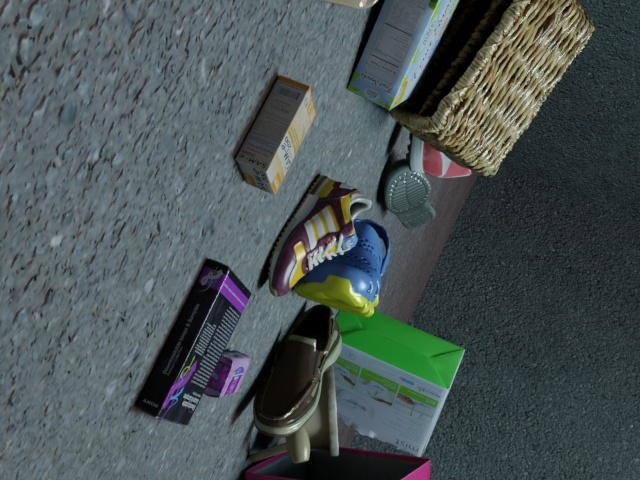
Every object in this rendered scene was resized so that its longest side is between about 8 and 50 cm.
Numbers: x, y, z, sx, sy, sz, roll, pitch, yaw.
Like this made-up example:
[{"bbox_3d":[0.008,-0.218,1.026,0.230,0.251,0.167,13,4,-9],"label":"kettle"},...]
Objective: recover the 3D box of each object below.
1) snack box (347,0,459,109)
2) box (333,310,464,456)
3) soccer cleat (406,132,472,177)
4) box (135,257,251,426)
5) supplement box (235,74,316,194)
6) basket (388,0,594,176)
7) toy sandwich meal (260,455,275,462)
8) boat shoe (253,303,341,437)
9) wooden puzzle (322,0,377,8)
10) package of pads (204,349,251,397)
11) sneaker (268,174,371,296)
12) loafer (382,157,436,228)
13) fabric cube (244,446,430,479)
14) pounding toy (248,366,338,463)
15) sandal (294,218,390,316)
[{"bbox_3d":[0.124,-0.287,1.177,0.207,0.070,0.174,-67,170,23],"label":"snack box"},{"bbox_3d":[0.128,0.283,1.826,0.127,0.262,0.231,-56,163,-46],"label":"box"},{"bbox_3d":[0.236,-0.267,1.574,0.108,0.116,0.318,-4,106,-74],"label":"soccer cleat"},{"bbox_3d":[-0.127,0.108,0.923,0.116,0.029,0.162,69,44,-72],"label":"box"},{"bbox_3d":[-0.042,-0.102,0.884,0.062,0.036,0.098,73,42,-72],"label":"supplement box"},{"bbox_3d":[0.221,-0.286,1.341,0.299,0.213,0.223,-56,145,6],"label":"basket"},{"bbox_3d":[-0.099,0.428,1.647,0.085,0.029,0.085,23,90,-78],"label":"toy sandwich meal"},{"bbox_3d":[-0.037,0.184,1.358,0.257,0.095,0.095,-60,154,-57],"label":"boat shoe"},{"bbox_3d":[0.033,-0.325,0.810,0.238,0.044,0.221,-24,136,-67],"label":"wooden puzzle"},{"bbox_3d":[-0.113,0.158,1.070,0.083,0.032,0.050,22,90,-78],"label":"package of pads"},{"bbox_3d":[0.000,0.000,1.150,0.069,0.084,0.185,91,24,-62],"label":"sneaker"},{"bbox_3d":[0.162,-0.100,1.742,0.094,0.087,0.251,-23,157,3],"label":"loafer"},{"bbox_3d":[0.031,0.513,1.555,0.254,0.259,0.258,-1,93,-65],"label":"fabric cube"},{"bbox_3d":[-0.048,0.292,1.528,0.269,0.155,0.154,100,-14,-80],"label":"pounding toy"},{"bbox_3d":[0.043,0.034,1.358,0.317,0.126,0.138,-30,138,-85],"label":"sandal"}]
